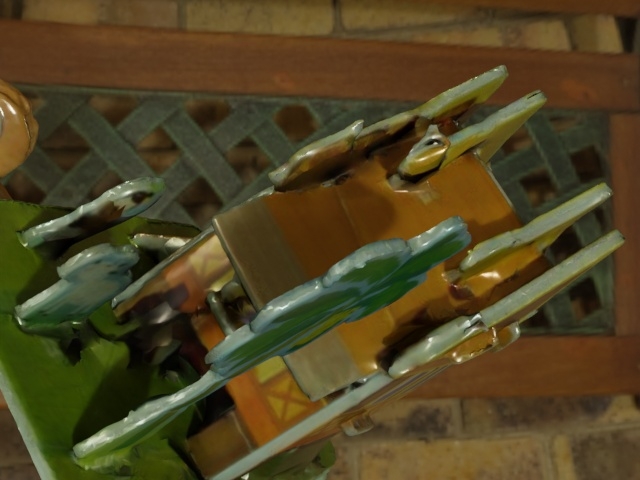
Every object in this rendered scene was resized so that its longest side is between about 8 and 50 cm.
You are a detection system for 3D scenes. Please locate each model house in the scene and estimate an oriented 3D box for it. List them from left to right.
[{"bbox_3d":[0.000,0.000,0.588,0.313,0.242,0.357,-37,164,16],"label":"model house"}]

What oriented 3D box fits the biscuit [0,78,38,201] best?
[{"bbox_3d":[-0.299,-0.043,0.674,0.216,0.047,0.340,-8,112,5],"label":"biscuit"}]
